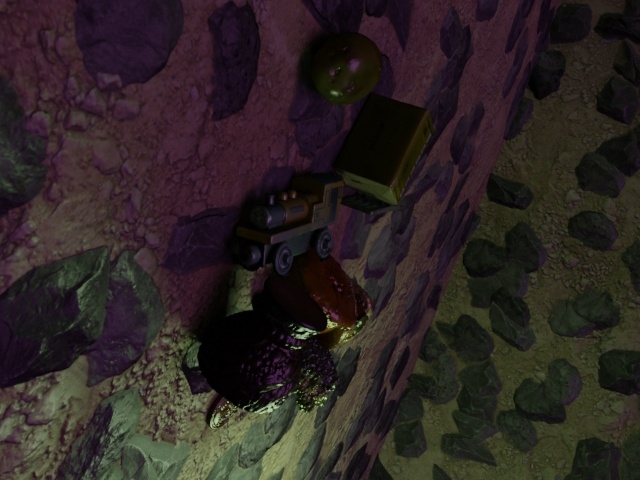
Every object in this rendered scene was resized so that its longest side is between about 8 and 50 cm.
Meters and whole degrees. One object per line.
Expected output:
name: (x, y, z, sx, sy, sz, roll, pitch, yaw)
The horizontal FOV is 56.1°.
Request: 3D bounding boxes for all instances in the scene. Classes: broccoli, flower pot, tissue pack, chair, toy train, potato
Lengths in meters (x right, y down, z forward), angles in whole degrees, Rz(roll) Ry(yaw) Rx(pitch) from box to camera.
broccoli: (-0.060, 0.423, 1.922, 0.288, 0.235, 0.260, 50, 57, -22)
flower pot: (-0.134, 0.249, 1.508, 0.267, 0.266, 0.266, -54, 158, 13)
tissue pack: (0.199, -0.282, 1.853, 0.274, 0.200, 0.167, -63, 156, -10)
chair: (0.189, -0.178, 1.998, 0.270, 0.136, 0.147, -8, 117, -60)
toy train: (-0.082, -0.044, 1.578, 0.369, 0.150, 0.237, -21, 121, -57)
potato: (0.072, -0.436, 1.533, 0.253, 0.148, 0.186, -34, 137, -48)

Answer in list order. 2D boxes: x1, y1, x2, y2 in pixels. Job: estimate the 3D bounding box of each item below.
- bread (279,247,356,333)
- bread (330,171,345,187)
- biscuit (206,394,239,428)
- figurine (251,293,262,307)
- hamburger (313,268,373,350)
bread: (-0.006, 0.153, 1.755, 0.146, 0.268, 0.268, -32, 165, 21)
bread: (0.031, -0.152, 1.796, 0.113, 0.060, 0.082, -39, 141, -48)
biscuit: (-0.270, 0.487, 1.779, 0.175, 0.026, 0.124, -32, 139, -51)
figurine: (-0.136, 0.184, 1.742, 0.149, 0.087, 0.086, 7, 104, -48)
hamburger: (0.065, 0.244, 2.029, 0.162, 0.209, 0.330, -31, 135, -53)
